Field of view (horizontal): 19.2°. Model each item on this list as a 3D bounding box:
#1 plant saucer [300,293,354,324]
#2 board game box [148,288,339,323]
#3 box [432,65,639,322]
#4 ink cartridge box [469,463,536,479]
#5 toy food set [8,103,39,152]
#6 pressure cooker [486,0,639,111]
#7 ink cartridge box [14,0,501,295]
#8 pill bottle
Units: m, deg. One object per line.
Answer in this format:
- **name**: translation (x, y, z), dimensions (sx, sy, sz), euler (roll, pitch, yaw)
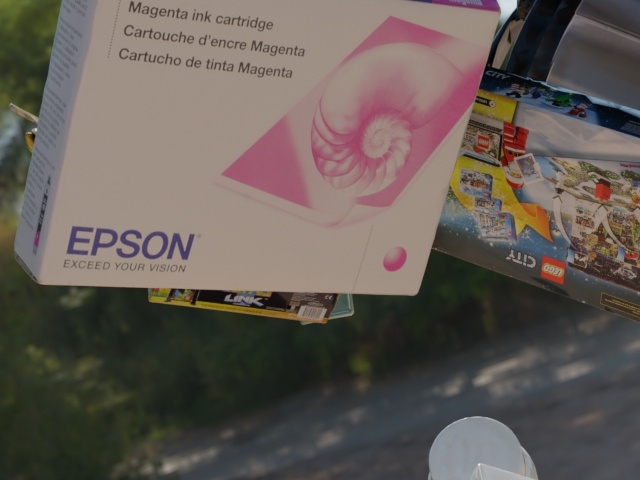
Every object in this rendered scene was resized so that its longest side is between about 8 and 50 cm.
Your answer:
- **plant saucer**: translation (0.000, 0.000, 2.155), dimensions (0.067, 0.192, 0.018), euler (-10, 13, -17)
- **board game box**: translation (-0.076, 0.003, 1.739), dimensions (0.170, 0.141, 0.048), euler (8, -48, -19)
- **box**: translation (0.198, -0.035, 1.481), dimensions (0.233, 0.159, 0.044), euler (20, 36, 27)
- **ink cartridge box**: translation (0.179, 0.338, 1.782), dimensions (0.160, 0.219, 0.092), euler (18, 25, -15)
- **toy food set**: translation (-0.317, -0.095, 2.384), dimensions (0.038, 0.192, 0.132), euler (-52, -14, 1)
- **pressure cooker**: translation (0.407, -0.185, 2.338), dimensions (0.420, 0.375, 0.370), euler (25, 26, 23)
- **ink cartridge box**: translation (-0.033, -0.121, 1.356), dimensions (0.324, 0.330, 0.071), euler (2, 24, -30)
- **pill bottle**: translation (0.182, 0.284, 2.079), dimensions (0.121, 0.121, 0.221), euler (-20, -32, -1)
